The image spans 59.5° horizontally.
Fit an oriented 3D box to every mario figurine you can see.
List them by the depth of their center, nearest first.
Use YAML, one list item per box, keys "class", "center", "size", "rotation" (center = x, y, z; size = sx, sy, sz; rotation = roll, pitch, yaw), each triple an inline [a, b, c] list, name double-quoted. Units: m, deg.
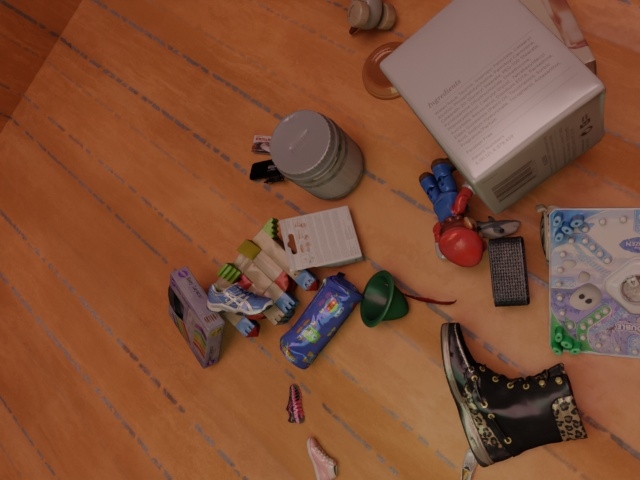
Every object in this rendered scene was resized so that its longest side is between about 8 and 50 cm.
- class: "mario figurine"
  center: [0.390, -0.068, 1.573]
  size: [0.170, 0.198, 0.320]
  rotation: [-13, 60, 4]

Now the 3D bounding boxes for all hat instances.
- class: "hat"
  center: [0.242, 0.197, 1.646]
  size: [0.172, 0.184, 0.208]
  rotation: [-69, 20, 5]

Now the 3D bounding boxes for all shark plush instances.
- class: "shark plush"
  center: [0.480, -0.039, 1.590]
  size: [0.161, 0.073, 0.067]
  rotation: [8, 61, 46]

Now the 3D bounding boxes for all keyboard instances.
- class: "keyboard"
  center: [-0.160, -0.233, 1.922]
  size: [0.192, 0.038, 0.100]
  rotation: [-6, 61, 32]

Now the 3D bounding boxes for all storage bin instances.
- class: "storage bin"
  center: [0.501, 0.083, 1.486]
  size: [0.085, 0.122, 0.180]
  rotation: [-5, 86, 23]

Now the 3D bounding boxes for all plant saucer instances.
- class: "plant saucer"
  center: [0.225, -0.555, 1.810]
  size: [0.200, 0.037, 0.199]
  rotation: [-6, 76, 24]

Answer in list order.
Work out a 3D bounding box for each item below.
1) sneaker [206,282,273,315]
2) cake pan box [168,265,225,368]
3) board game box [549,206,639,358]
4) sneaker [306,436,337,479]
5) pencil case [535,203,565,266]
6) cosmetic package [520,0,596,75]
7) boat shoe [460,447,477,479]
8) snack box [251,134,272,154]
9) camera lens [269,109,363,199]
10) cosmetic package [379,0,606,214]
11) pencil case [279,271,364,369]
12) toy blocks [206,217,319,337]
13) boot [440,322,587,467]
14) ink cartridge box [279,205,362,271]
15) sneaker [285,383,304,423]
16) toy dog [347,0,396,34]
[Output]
- class: "sneaker"
  center: [-0.244, 0.175, 1.678]
  size: [0.211, 0.080, 0.081]
  rotation: [2, 102, 10]
- class: "cake pan box"
  center: [-0.412, 0.250, 1.833]
  size: [0.266, 0.070, 0.245]
  rotation: [50, 142, 25]
- class: "board game box"
  center: [0.745, 0.114, 1.309]
  size: [0.390, 0.050, 0.389]
  rotation: [1, 111, 25]
- class: "sneaker"
  center: [0.010, 0.639, 1.644]
  size: [0.070, 0.051, 0.134]
  rotation: [-24, 73, 17]
- class: "pencil case"
  center: [0.748, -0.011, 1.379]
  size: [0.411, 0.160, 0.183]
  rotation: [1, 99, 25]
- class: "cosmetic package"
  center: [0.644, -0.561, 1.555]
  size: [0.129, 0.153, 0.295]
  rotation: [-21, 72, 20]
- class: "boat shoe"
  center: [0.391, 0.601, 1.483]
  size: [0.035, 0.035, 0.100]
  rotation: [15, 86, 27]
- class: "snack box"
  center: [-0.156, -0.328, 1.945]
  size: [0.178, 0.022, 0.064]
  rotation: [9, 84, 26]
- class: "camera lens"
  center: [-0.005, -0.256, 1.718]
  size: [0.220, 0.274, 0.219]
  rotation: [-5, 77, 23]
- class: "cosmetic package"
  center: [0.416, -0.335, 1.351]
  size: [0.327, 0.329, 0.393]
  rotation: [-38, 67, 15]
- class: "pencil case"
  center: [-0.003, 0.240, 1.692]
  size: [0.133, 0.119, 0.306]
  rotation: [36, 96, -7]
- class: "toy blocks"
  center: [-0.173, 0.158, 1.780]
  size: [0.261, 0.191, 0.381]
  rotation: [43, 98, 15]
- class: "boot"
  center: [0.483, 0.366, 1.434]
  size: [0.284, 0.138, 0.377]
  rotation: [-20, 75, 21]
- class: "ink cartridge box"
  center: [0.000, 0.000, 1.734]
  size: [0.225, 0.056, 0.180]
  rotation: [-13, 68, -1]
- class: "sneaker"
  center: [-0.087, 0.506, 1.724]
  size: [0.057, 0.047, 0.119]
  rotation: [-19, 70, 32]
- class: "toy dog"
  center: [0.132, -0.821, 1.847]
  size: [0.161, 0.220, 0.333]
  rotation: [-16, 61, 54]
